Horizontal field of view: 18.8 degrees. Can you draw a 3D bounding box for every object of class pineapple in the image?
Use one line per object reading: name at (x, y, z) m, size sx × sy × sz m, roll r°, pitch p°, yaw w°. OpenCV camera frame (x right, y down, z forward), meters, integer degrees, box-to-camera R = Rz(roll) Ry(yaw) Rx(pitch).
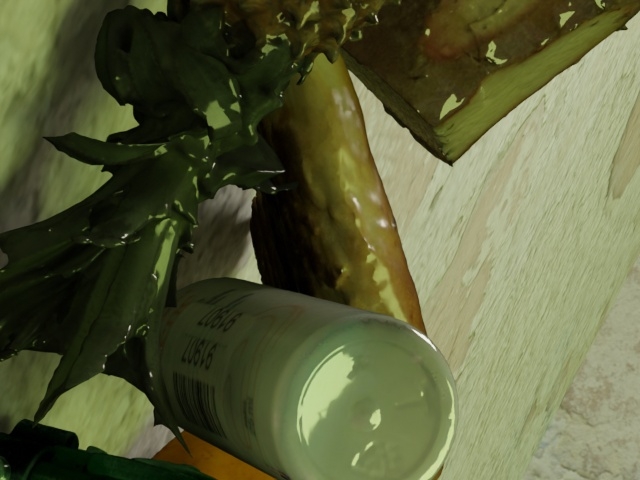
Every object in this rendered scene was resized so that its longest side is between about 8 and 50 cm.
pineapple at (-0.048, -0.053, 0.761) m, size 0.277 × 0.119 × 0.130 m, roll -64°, pitch -175°, yaw 1°

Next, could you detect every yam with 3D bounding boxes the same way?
yam at (0.108, -0.149, 0.961) m, size 0.238 × 0.128 × 0.129 m, roll -40°, pitch -166°, yaw 5°

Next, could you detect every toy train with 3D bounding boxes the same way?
toy train at (-0.076, 0.127, 0.843) m, size 0.104 × 0.178 × 0.071 m, roll 50°, pitch 54°, yaw -63°

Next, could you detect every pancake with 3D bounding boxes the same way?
pancake at (0.000, 0.000, 0.995) m, size 0.244 × 0.057 × 0.266 m, roll -143°, pitch -143°, yaw -76°

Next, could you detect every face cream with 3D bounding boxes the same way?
face cream at (-0.026, 0.060, 0.869) m, size 0.082 × 0.082 × 0.269 m, roll -63°, pitch -160°, yaw -7°

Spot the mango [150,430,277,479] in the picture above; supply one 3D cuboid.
mango at (-0.055, 0.199, 1.078) m, size 0.126 × 0.154 × 0.252 m, roll -34°, pitch -148°, yaw 64°
